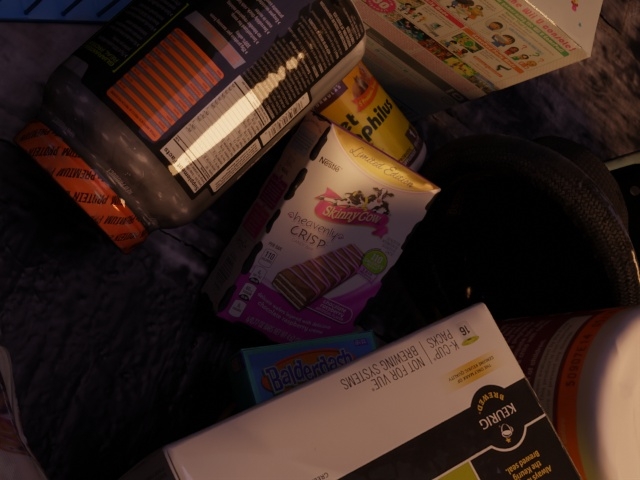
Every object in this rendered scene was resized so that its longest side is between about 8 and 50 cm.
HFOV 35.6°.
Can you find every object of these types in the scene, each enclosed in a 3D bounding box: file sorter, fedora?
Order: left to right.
[{"bbox_3d":[-0.248,-0.289,0.985,0.170,0.104,0.118,-8,86,-36],"label":"file sorter"},{"bbox_3d":[0.259,0.002,1.153,0.152,0.334,0.334,-39,105,-34],"label":"fedora"}]

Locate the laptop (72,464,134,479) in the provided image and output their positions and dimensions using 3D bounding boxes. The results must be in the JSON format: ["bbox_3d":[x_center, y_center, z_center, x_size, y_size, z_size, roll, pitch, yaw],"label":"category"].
[{"bbox_3d":[-0.224,0.361,0.865,0.234,0.136,0.265,-8,93,-37],"label":"laptop"}]

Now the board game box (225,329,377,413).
[{"bbox_3d":[0.006,0.204,1.006,0.160,0.047,0.210,-5,70,-30],"label":"board game box"}]

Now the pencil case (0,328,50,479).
[{"bbox_3d":[-0.247,0.269,0.783,0.183,0.160,0.410,-27,78,-12],"label":"pencil case"}]

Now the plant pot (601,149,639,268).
[{"bbox_3d":[0.401,0.001,1.333,0.252,0.247,0.248,-27,98,-52],"label":"plant pot"}]

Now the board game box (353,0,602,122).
[{"bbox_3d":[0.128,-0.260,1.130,0.224,0.303,0.098,30,67,-29],"label":"board game box"}]

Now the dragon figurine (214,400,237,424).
[{"bbox_3d":[-0.094,0.284,0.988,0.144,0.085,0.289,61,18,-20],"label":"dragon figurine"}]

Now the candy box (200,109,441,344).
[{"bbox_3d":[0.000,0.000,1.070,0.159,0.071,0.233,27,97,-30],"label":"candy box"}]

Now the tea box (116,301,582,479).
[{"bbox_3d":[0.044,0.275,0.827,0.328,0.220,0.324,-19,76,-33],"label":"tea box"}]

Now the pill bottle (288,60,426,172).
[{"bbox_3d":[0.018,-0.149,1.147,0.215,0.117,0.117,49,58,-19],"label":"pill bottle"}]

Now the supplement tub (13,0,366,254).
[{"bbox_3d":[-0.125,-0.147,0.957,0.316,0.193,0.194,-44,109,-10],"label":"supplement tub"}]

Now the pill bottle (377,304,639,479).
[{"bbox_3d":[0.209,0.193,1.054,0.224,0.392,0.224,7,78,-36],"label":"pill bottle"}]
